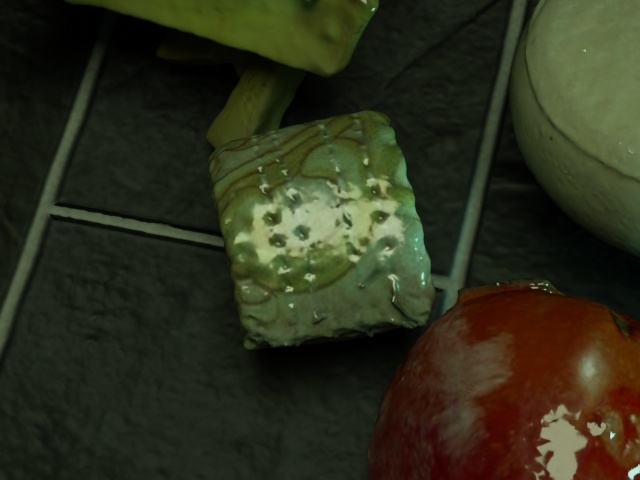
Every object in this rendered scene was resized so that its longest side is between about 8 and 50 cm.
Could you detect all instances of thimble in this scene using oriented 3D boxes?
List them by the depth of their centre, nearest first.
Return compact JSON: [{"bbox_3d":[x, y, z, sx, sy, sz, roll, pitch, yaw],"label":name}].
[{"bbox_3d":[0.000,0.000,1.437,0.143,0.137,0.190,-12,55,-3],"label":"thimble"}]

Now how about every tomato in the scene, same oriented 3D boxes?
[{"bbox_3d":[0.166,0.156,1.327,0.308,0.170,0.309,-1,60,2],"label":"tomato"}]

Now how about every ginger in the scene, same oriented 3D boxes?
[{"bbox_3d":[-0.097,-0.269,1.584,0.358,0.211,0.413,-14,51,10],"label":"ginger"}]

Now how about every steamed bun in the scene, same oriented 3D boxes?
[{"bbox_3d":[0.281,-0.096,1.456,0.283,0.177,0.283,-2,54,3],"label":"steamed bun"}]
